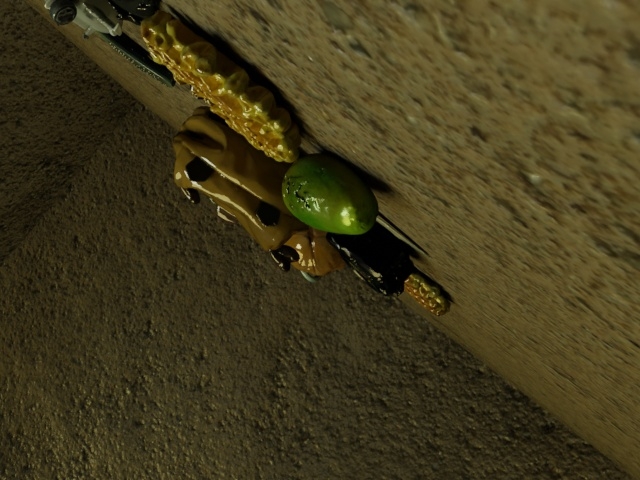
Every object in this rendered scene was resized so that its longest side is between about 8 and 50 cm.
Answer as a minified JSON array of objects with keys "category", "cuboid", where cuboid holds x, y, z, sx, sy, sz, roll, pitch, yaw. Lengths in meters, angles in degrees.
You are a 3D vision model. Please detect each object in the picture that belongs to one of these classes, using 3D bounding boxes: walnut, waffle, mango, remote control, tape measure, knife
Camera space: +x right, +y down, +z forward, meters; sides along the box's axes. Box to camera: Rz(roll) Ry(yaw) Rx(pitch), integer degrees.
[{"category":"walnut","cuboid":[0.000,0.000,1.446,0.193,0.193,0.225,37,-171,19]},{"category":"waffle","cuboid":[0.237,0.103,1.458,0.238,0.059,0.243,40,176,28]},{"category":"mango","cuboid":[0.011,-0.072,0.881,0.125,0.111,0.233,35,178,-27]},{"category":"remote control","cuboid":[-0.440,-0.442,1.339,0.222,0.042,0.072,37,177,-3]},{"category":"waffle","cuboid":[-0.141,-0.225,0.855,0.283,0.065,0.309,37,175,5]},{"category":"tape measure","cuboid":[0.113,0.029,1.210,0.199,0.112,0.186,43,173,28]},{"category":"knife","cuboid":[0.092,-0.054,1.056,0.298,0.017,0.047,39,173,-9]}]

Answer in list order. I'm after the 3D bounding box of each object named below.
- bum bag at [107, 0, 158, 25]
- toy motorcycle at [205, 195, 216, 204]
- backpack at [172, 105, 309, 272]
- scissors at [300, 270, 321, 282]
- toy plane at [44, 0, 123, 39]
[{"category":"bum bag","cuboid":[-0.266,-0.337,0.769,0.087,0.049,0.197,34,178,-15]},{"category":"toy motorcycle","cuboid":[-0.301,-0.195,1.949,0.127,0.205,0.275,42,-179,-41]},{"category":"backpack","cuboid":[-0.149,-0.118,1.169,0.353,0.201,0.378,36,-177,-4]},{"category":"scissors","cuboid":[-0.085,-0.081,1.581,0.029,0.256,0.383,-24,114,38]},{"category":"toy plane","cuboid":[-0.396,-0.397,0.910,0.251,0.101,0.255,50,178,7]}]
